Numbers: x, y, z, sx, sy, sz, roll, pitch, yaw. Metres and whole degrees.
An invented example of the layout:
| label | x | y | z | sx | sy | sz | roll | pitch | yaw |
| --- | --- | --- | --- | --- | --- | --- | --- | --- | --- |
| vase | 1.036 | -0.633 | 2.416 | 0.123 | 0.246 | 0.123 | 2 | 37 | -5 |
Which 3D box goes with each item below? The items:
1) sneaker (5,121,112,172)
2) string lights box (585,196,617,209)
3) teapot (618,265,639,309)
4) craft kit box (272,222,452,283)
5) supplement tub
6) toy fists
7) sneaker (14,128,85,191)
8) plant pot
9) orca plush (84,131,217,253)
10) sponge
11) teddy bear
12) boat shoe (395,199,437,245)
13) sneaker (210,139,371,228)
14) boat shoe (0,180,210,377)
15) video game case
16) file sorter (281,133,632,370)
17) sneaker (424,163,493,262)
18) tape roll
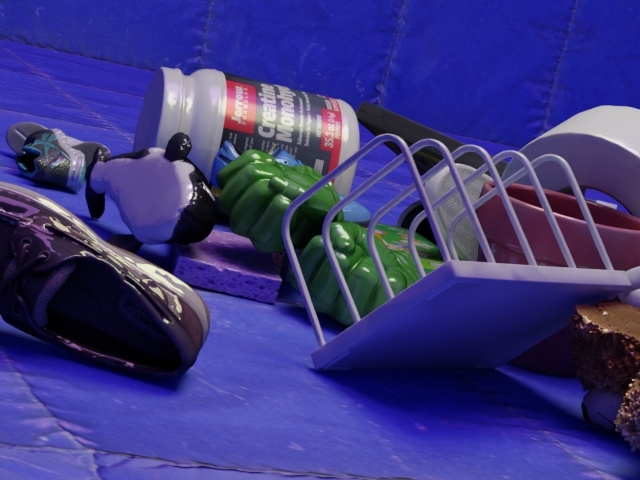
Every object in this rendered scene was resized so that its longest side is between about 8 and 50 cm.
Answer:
| label | x | y | z | sx | sy | sz | roll | pitch | yaw |
| --- | --- | --- | --- | --- | --- | --- | --- | --- | --- |
| sneaker | -0.359 | -0.121 | 2.202 | 0.152 | 0.053 | 0.061 | 17 | -5 | -1 |
| string lights box | 0.302 | -0.033 | 2.434 | 0.260 | 0.076 | 0.133 | 14 | -17 | -7 |
| teapot | 0.423 | 0.091 | 1.708 | 0.187 | 0.256 | 0.252 | -5 | 22 | 22 |
| craft kit box | 0.042 | 0.017 | 1.998 | 0.250 | 0.061 | 0.246 | 11 | 14 | -20 |
| supplement tub | -0.101 | -0.121 | 2.144 | 0.272 | 0.191 | 0.191 | 12 | 11 | -17 |
| toy fists | 0.000 | 0.000 | 1.755 | 0.279 | 0.096 | 0.142 | 45 | 27 | 25 |
| sneaker | -0.366 | -0.111 | 2.091 | 0.076 | 0.065 | 0.166 | 4 | 13 | -30 |
| plant pot | 0.253 | 0.045 | 1.782 | 0.201 | 0.180 | 0.201 | 15 | 11 | -3 |
| orca plush | -0.179 | -0.033 | 1.821 | 0.102 | 0.151 | 0.287 | 31 | -20 | -31 |
| sponge | -0.111 | 0.021 | 1.817 | 0.117 | 0.031 | 0.210 | 13 | 11 | -9 |
| teddy bear | 0.368 | 0.180 | 1.499 | 0.338 | 0.113 | 0.245 | 26 | 20 | 18 |
| boat shoe | 0.192 | -0.009 | 2.259 | 0.079 | 0.084 | 0.233 | 23 | 10 | 41 |
| sneaker | -0.032 | -0.069 | 1.987 | 0.209 | 0.082 | 0.069 | 16 | 8 | 0 |
| boat shoe | -0.225 | 0.033 | 1.343 | 0.285 | 0.102 | 0.092 | 28 | 11 | -9 |
| video game case | 0.207 | -0.084 | 2.183 | 0.275 | 0.035 | 0.248 | 28 | -5 | 40 |
| file sorter | 0.126 | 0.012 | 1.578 | 0.278 | 0.193 | 0.173 | 3 | 58 | -46 |
| sneaker | 0.188 | -0.013 | 2.081 | 0.169 | 0.108 | 0.292 | 22 | -16 | 49 |
| tape roll | 0.351 | -0.013 | 1.918 | 0.286 | 0.286 | 0.100 | 22 | 36 | 34 |
